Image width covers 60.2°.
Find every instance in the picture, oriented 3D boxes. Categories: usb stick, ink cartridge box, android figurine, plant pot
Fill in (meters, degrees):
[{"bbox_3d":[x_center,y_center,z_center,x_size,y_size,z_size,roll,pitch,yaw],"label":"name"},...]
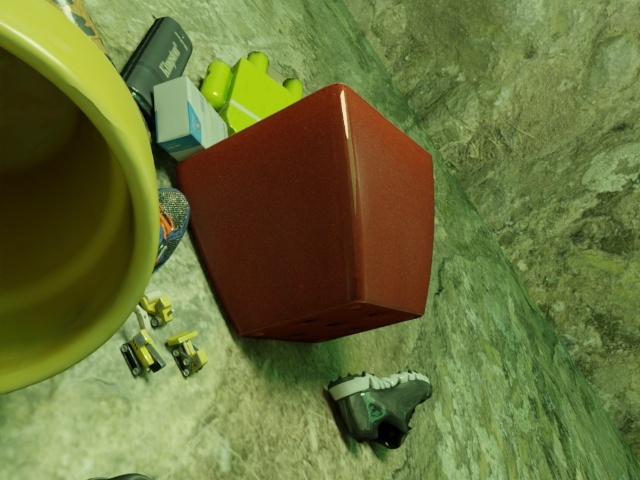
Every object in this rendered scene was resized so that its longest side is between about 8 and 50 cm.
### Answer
[{"bbox_3d":[-0.237,-0.250,0.801,0.077,0.045,0.278,44,27,-31],"label":"usb stick"},{"bbox_3d":[-0.169,-0.145,0.742,0.122,0.052,0.089,48,30,-65],"label":"ink cartridge box"},{"bbox_3d":[-0.095,-0.204,0.955,0.248,0.056,0.273,29,48,-31],"label":"android figurine"},{"bbox_3d":[-0.244,-0.066,0.363,0.254,0.254,0.239,38,14,-36],"label":"plant pot"},{"bbox_3d":[0.000,0.000,0.726,0.267,0.267,0.236,20,57,-54],"label":"plant pot"}]

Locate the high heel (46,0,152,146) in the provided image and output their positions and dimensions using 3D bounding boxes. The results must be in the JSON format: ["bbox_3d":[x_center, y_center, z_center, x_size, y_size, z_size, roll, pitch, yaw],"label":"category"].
[{"bbox_3d":[-0.282,-0.223,0.656,0.186,0.093,0.261,41,26,-53],"label":"high heel"}]

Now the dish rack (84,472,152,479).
[{"bbox_3d":[-0.152,0.279,0.306,0.208,0.074,0.271,58,26,4],"label":"dish rack"}]

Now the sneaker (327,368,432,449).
[{"bbox_3d":[0.102,0.251,0.813,0.234,0.078,0.106,16,49,-51],"label":"sneaker"}]

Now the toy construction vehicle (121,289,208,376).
[{"bbox_3d":[-0.157,0.093,0.554,0.098,0.035,0.086,61,24,9],"label":"toy construction vehicle"}]

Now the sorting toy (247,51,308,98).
[{"bbox_3d":[-0.071,-0.263,1.131,0.193,0.038,0.208,23,45,-52],"label":"sorting toy"}]

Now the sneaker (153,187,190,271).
[{"bbox_3d":[-0.183,-0.003,0.557,0.083,0.087,0.221,52,25,-14],"label":"sneaker"}]
